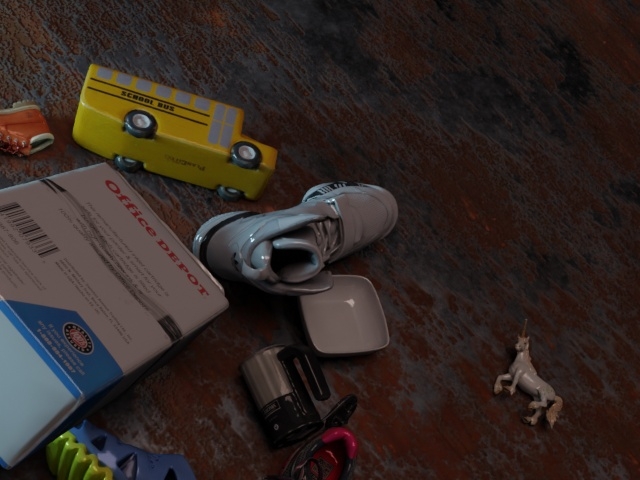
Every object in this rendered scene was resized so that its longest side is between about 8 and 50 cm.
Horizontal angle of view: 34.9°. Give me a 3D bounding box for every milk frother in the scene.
[{"bbox_3d":[-0.029,0.228,1.538,0.134,0.129,0.143,64,15,22],"label":"milk frother"}]

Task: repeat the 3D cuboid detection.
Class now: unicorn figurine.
[{"bbox_3d":[0.347,0.234,1.714,0.111,0.060,0.162,-39,95,-38],"label":"unicorn figurine"}]

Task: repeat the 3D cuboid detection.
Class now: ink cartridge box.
[{"bbox_3d":[-0.335,0.076,1.334,0.285,0.166,0.395,49,23,4],"label":"ink cartridge box"}]

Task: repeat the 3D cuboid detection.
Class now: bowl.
[{"bbox_3d":[0.030,0.128,1.645,0.142,0.053,0.142,-3,59,-24],"label":"bowl"}]

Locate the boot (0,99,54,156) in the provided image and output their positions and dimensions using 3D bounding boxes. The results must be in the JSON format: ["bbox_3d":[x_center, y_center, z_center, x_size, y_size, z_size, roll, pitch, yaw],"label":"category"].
[{"bbox_3d":[-0.502,-0.165,1.615,0.158,0.059,0.084,-25,75,-35],"label":"boot"}]

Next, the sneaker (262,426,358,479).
[{"bbox_3d":[-0.042,0.381,1.407,0.121,0.112,0.299,30,52,-2],"label":"sneaker"}]

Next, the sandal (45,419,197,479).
[{"bbox_3d":[-0.226,0.336,1.359,0.317,0.126,0.138,41,48,-1],"label":"sandal"}]

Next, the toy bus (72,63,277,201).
[{"bbox_3d":[-0.240,-0.176,1.701,0.333,0.108,0.130,16,52,-12],"label":"toy bus"}]

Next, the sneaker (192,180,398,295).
[{"bbox_3d":[0.000,0.000,1.605,0.366,0.210,0.137,-14,106,-26],"label":"sneaker"}]
